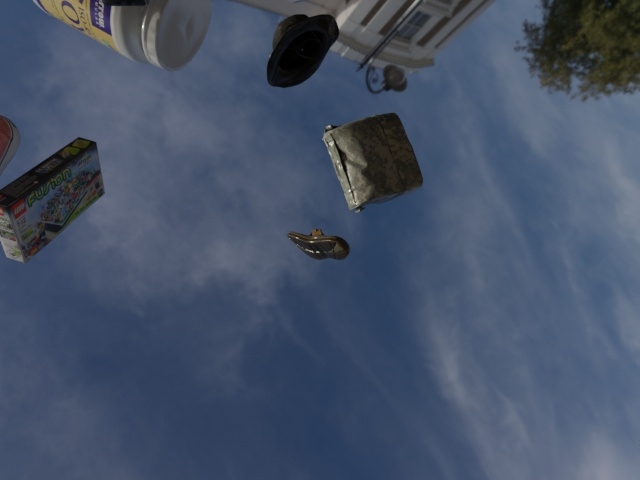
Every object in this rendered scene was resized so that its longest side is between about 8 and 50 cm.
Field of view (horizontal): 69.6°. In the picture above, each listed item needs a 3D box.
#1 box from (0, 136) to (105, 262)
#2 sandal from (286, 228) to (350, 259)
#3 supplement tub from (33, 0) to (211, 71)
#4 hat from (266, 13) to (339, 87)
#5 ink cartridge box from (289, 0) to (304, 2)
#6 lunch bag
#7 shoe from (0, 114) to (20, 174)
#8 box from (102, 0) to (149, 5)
[{"bbox_3d":[-0.438,-0.072,0.755,0.036,0.114,0.207,17,-139,5],"label":"box"},{"bbox_3d":[0.000,0.000,1.146,0.090,0.219,0.060,49,-117,-26],"label":"sandal"},{"bbox_3d":[-0.436,-0.544,1.011,0.331,0.241,0.241,30,-123,4],"label":"supplement tub"},{"bbox_3d":[-0.098,-0.718,1.674,0.331,0.331,0.134,-29,-103,-36],"label":"hat"},{"bbox_3d":[0.002,-0.235,0.145,0.171,0.168,0.232,4,-77,-42],"label":"ink cartridge box"},{"bbox_3d":[0.163,-0.268,1.575,0.256,0.213,0.305,-20,-89,-33],"label":"lunch bag"},{"bbox_3d":[-0.397,-0.060,0.489,0.064,0.081,0.177,28,-87,2],"label":"shoe"},{"bbox_3d":[-0.307,-0.561,0.700,0.077,0.242,0.307,1,-121,2],"label":"box"}]
